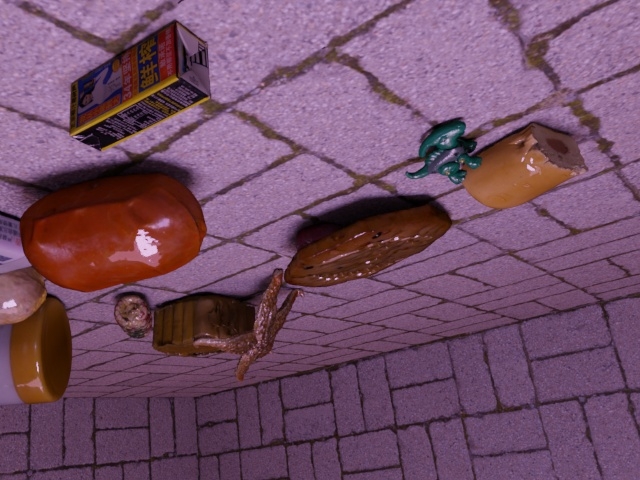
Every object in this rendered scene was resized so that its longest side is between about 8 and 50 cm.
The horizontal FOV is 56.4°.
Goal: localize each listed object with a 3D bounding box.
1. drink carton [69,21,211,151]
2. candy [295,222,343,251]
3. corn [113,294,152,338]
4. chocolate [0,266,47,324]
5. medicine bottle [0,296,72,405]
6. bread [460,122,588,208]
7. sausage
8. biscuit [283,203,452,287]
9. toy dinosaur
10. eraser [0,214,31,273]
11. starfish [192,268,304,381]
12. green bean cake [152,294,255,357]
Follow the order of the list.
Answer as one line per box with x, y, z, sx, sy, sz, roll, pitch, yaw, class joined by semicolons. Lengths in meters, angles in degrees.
-0.197;-0.160;0.643;0.165;0.071;0.056;-17;155;28;drink carton
0.000;0.000;1.196;0.103;0.043;0.103;-10;161;-3;candy
-0.469;0.198;1.512;0.086;0.086;0.253;-4;162;-11;corn
-0.664;0.093;1.082;0.309;0.134;0.134;-3;160;-16;chocolate
-0.711;0.253;1.348;0.232;0.238;0.238;-3;160;-7;medicine bottle
0.319;-0.109;0.950;0.134;0.085;0.173;6;156;-32;bread
-0.301;-0.015;0.878;0.268;0.153;0.141;-10;123;6;sausage
0.095;0.022;1.199;0.359;0.046;0.359;-16;164;-5;biscuit
0.183;-0.130;0.902;0.096;0.059;0.132;18;141;-34;toy dinosaur
-0.552;-0.003;0.951;0.124;0.068;0.210;-14;160;19;eraser
-0.161;0.226;1.478;0.327;0.094;0.375;-2;125;-53;starfish
-0.306;0.228;1.583;0.229;0.131;0.224;-18;158;30;green bean cake
